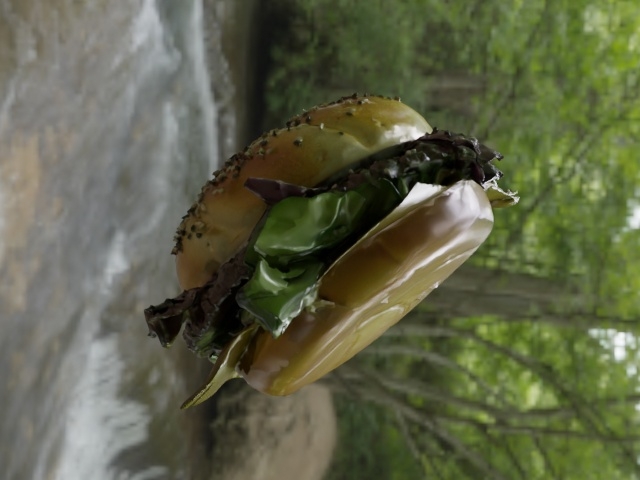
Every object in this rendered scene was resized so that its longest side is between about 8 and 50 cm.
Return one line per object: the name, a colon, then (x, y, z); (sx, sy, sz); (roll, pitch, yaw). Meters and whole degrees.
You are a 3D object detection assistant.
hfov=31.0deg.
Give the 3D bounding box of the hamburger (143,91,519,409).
hamburger: (0.001, -0.001, 0.511); (0.093, 0.164, 0.189); (51, 7, 10)
